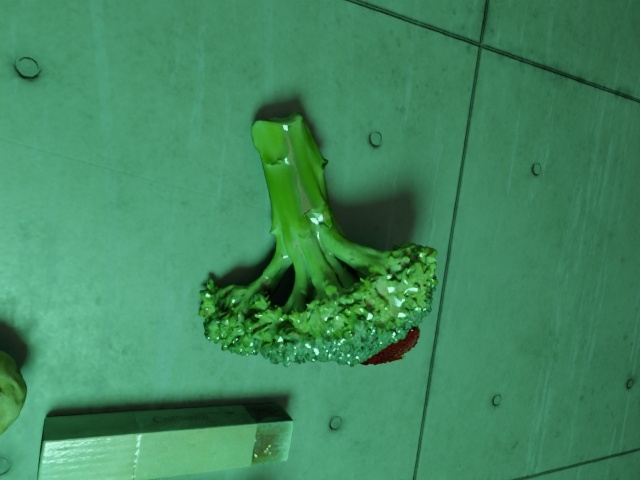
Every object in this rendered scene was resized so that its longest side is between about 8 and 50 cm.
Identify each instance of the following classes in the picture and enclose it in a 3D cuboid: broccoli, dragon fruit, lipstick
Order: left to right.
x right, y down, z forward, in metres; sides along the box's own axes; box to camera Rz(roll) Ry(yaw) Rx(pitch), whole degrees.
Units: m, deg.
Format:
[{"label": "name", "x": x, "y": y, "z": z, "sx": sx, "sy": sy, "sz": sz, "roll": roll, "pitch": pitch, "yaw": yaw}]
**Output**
[{"label": "lipstick", "x": -0.228, "y": 0.315, "z": 0.763, "sx": 0.372, "sy": 0.076, "sz": 0.079, "roll": 7, "pitch": 97, "yaw": -29}, {"label": "broccoli", "x": 0.030, "y": 0.009, "z": 0.782, "sx": 0.353, "sy": 0.275, "sz": 0.396, "roll": 16, "pitch": 77, "yaw": -29}, {"label": "dragon fruit", "x": 0.109, "y": 0.181, "z": 0.922, "sx": 0.162, "sy": 0.083, "sz": 0.106, "roll": -15, "pitch": 131, "yaw": 10}]

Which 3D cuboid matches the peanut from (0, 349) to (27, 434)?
[{"label": "peanut", "x": -0.475, "y": 0.166, "z": 0.584, "sx": 0.224, "sy": 0.129, "sz": 0.129, "roll": 38, "pitch": 80, "yaw": -18}]
